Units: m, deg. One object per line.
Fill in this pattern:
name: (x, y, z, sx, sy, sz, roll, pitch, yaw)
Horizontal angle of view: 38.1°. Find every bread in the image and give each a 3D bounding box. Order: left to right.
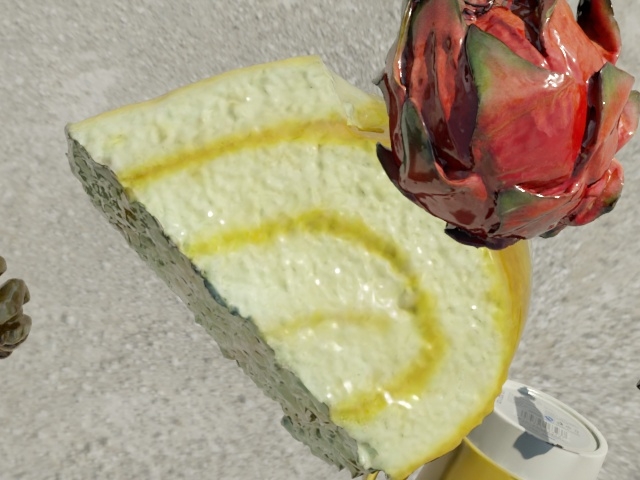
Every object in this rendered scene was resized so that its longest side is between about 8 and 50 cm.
bread: (-0.002, -0.009, 0.817, 0.264, 0.239, 0.395, -41, 91, -12)

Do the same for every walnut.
walnut: (-0.372, 0.083, 0.923, 0.170, 0.069, 0.143, -30, 119, 11)

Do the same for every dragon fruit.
dragon fruit: (0.087, -0.067, 0.440, 0.130, 0.121, 0.142, -28, 83, -3)

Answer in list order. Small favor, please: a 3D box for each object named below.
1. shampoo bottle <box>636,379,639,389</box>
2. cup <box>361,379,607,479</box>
shampoo bottle: (0.328, 0.084, 0.802, 0.137, 0.048, 0.027, -43, 115, -13)
cup: (0.160, 0.266, 0.967, 0.241, 0.185, 0.226, 21, 105, -11)
